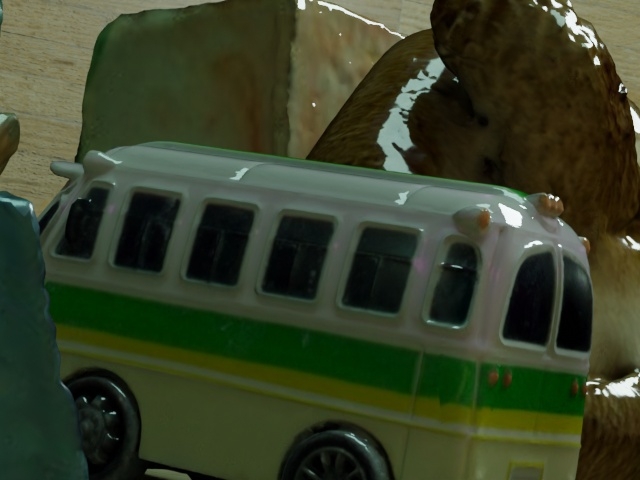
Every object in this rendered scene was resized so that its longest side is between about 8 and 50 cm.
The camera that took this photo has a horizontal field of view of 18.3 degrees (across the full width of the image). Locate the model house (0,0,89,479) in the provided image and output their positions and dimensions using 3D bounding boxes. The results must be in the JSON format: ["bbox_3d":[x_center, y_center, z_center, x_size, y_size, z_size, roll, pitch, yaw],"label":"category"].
[{"bbox_3d":[-0.185,0.017,0.758,0.261,0.226,0.241,11,-30,42],"label":"model house"}]

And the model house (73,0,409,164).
[{"bbox_3d":[0.000,0.000,1.437,0.245,0.312,0.280,-6,-13,41],"label":"model house"}]

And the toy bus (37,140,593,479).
[{"bbox_3d":[-0.023,0.047,0.988,0.305,0.179,0.143,9,-1,33],"label":"toy bus"}]

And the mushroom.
[{"bbox_3d":[0.123,0.018,1.230,0.345,0.345,0.239,10,-11,-30],"label":"mushroom"}]
